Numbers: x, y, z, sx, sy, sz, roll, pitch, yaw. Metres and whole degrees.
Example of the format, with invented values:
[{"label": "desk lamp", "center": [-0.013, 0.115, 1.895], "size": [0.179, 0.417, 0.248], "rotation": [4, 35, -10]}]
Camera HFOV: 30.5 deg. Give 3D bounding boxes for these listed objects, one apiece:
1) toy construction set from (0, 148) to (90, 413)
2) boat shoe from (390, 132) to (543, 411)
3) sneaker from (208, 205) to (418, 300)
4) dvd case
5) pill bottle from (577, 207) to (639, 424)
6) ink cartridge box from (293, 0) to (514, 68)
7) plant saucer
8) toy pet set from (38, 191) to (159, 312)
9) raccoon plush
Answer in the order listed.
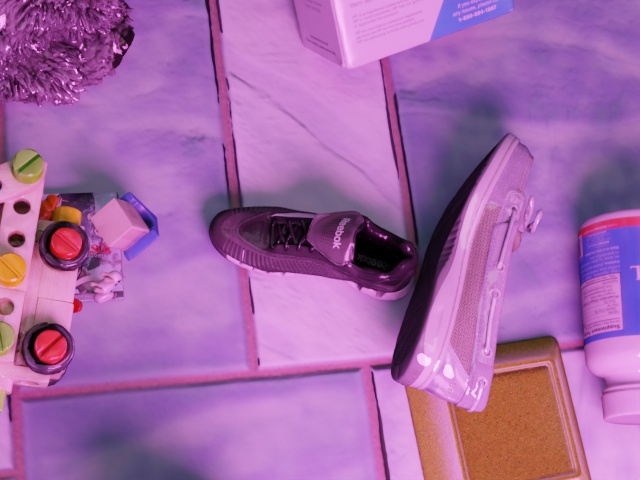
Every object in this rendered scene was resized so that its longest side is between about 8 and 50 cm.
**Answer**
[{"label": "toy construction set", "center": [-0.337, 0.042, 1.112], "size": [0.215, 0.151, 0.328], "rotation": [10, 83, -15]}, {"label": "boat shoe", "center": [0.172, 0.028, 1.257], "size": [0.103, 0.118, 0.320], "rotation": [27, 59, -6]}, {"label": "sneaker", "center": [0.000, 0.000, 1.243], "size": [0.234, 0.106, 0.078], "rotation": [14, 70, -8]}, {"label": "dvd case", "center": [-0.254, 0.007, 1.236], "size": [0.087, 0.013, 0.120], "rotation": [-2, 74, -13]}, {"label": "pill bottle", "center": [0.350, 0.086, 1.283], "size": [0.124, 0.124, 0.222], "rotation": [3, 73, -11]}, {"label": "ink cartridge box", "center": [0.070, -0.375, 1.279], "size": [0.223, 0.129, 0.308], "rotation": [-21, 118, -17]}, {"label": "plant saucer", "center": [0.197, 0.201, 1.256], "size": [0.188, 0.045, 0.188], "rotation": [-7, 75, -14]}, {"label": "toy pet set", "center": [-0.231, 0.000, 1.216], "size": [0.114, 0.065, 0.122], "rotation": [-39, 72, 11]}, {"label": "raccoon plush", "center": [-0.333, -0.241, 1.143], "size": [0.446, 0.299, 0.216], "rotation": [-41, 85, -20]}]
